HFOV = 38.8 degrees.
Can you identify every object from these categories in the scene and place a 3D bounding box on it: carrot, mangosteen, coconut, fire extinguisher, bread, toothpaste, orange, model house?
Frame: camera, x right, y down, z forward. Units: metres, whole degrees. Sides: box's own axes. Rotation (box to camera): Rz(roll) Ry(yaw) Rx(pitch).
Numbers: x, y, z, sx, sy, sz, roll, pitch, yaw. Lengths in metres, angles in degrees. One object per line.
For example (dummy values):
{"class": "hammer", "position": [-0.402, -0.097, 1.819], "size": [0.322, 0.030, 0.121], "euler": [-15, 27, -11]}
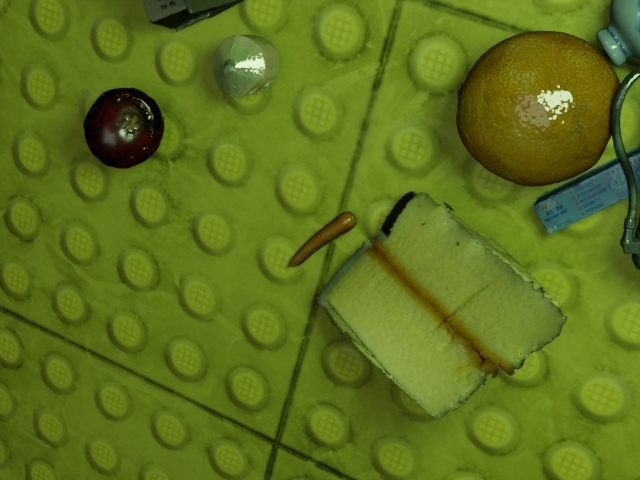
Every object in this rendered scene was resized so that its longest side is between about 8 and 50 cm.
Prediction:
{"class": "carrot", "position": [0.000, 0.000, 1.804], "size": [0.190, 0.037, 0.037], "euler": [-36, 90, 32]}
{"class": "mangosteen", "position": [-0.408, -0.228, 1.850], "size": [0.180, 0.166, 0.166], "euler": [-4, 106, 52]}
{"class": "coconut", "position": [-0.143, -0.330, 1.710], "size": [0.116, 0.122, 0.116], "euler": [7, 108, 23]}
{"class": "fire extinguisher", "position": [0.541, -0.126, 1.388], "size": [0.113, 0.200, 0.375], "euler": [34, 126, 53]}
{"class": "bread", "position": [0.185, 0.118, 1.589], "size": [0.242, 0.405, 0.345], "euler": [33, 106, -12]}
{"class": "toothpaste", "position": [0.496, -0.100, 1.539], "size": [0.272, 0.053, 0.066], "euler": [-29, 97, 28]}
{"class": "orange", "position": [0.347, -0.214, 1.469], "size": [0.264, 0.264, 0.264], "euler": [7, 109, 22]}
{"class": "model house", "position": [-0.225, -0.524, 1.661], "size": [0.243, 0.204, 0.211], "euler": [-18, 98, 11]}

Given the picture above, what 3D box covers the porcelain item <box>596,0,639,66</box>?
{"class": "porcelain item", "position": [0.549, -0.365, 1.387], "size": [0.259, 0.141, 0.141], "euler": [-34, 91, 19]}
